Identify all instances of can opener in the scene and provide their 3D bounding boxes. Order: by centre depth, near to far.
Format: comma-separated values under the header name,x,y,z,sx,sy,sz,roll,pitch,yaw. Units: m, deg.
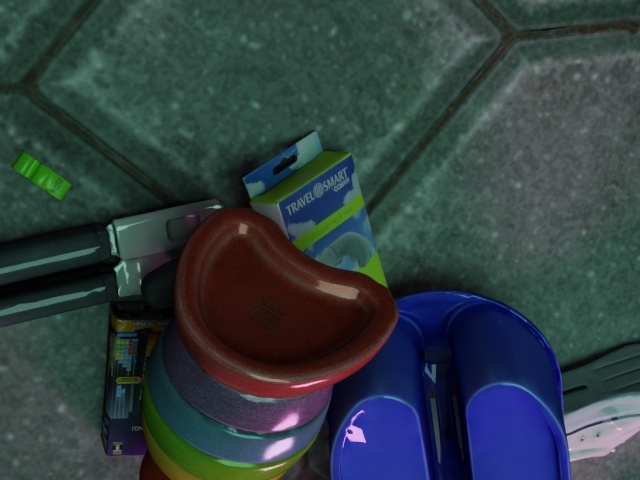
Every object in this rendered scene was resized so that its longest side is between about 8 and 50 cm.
name,x,y,z,sx,sy,sz,roll,pitch,yaw
can opener,-0.199,0.030,0.964,0.284,0.095,0.076,-13,112,-19

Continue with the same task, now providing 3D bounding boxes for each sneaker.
name,x,y,z,sx,sy,sz,roll,pitch,yaw
sneaker,0.323,0.183,1.224,0.258,0.094,0.091,-11,126,-10

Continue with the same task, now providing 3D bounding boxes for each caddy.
name,x,y,z,sx,sy,sz,roll,pitch,yaw
caddy,0.128,0.217,1.110,0.241,0.179,0.341,-6,113,7

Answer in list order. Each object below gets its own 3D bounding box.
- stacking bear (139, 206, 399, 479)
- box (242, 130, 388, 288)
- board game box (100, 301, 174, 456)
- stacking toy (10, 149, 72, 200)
name,x,y,z,sx,sy,sz,roll,pitch,yaw
stacking bear,-0.078,0.145,0.940,0.175,0.164,0.289,30,131,8
box,0.000,0.000,1.034,0.109,0.042,0.178,-37,120,-38
board game box,-0.118,0.130,1.056,0.170,0.048,0.141,0,107,-20
stacking toy,-0.331,-0.032,0.879,0.221,0.052,0.167,32,85,-11
